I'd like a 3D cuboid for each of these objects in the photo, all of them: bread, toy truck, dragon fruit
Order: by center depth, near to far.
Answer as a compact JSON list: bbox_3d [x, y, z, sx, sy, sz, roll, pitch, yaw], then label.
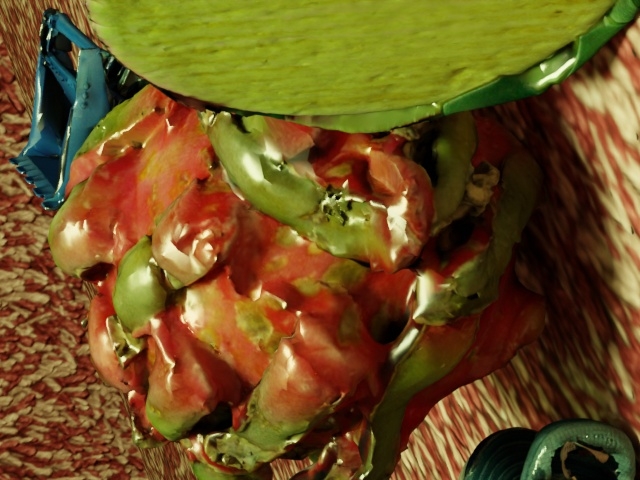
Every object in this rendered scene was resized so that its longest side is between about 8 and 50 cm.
[{"bbox_3d":[0.021,-0.108,0.741,0.228,0.228,0.034,99,169,-65],"label":"bread"},{"bbox_3d":[-0.008,0.007,0.969,0.302,0.237,0.231,-10,113,56],"label":"dragon fruit"},{"bbox_3d":[-0.107,-0.102,1.215,0.113,0.208,0.126,41,150,60],"label":"toy truck"}]

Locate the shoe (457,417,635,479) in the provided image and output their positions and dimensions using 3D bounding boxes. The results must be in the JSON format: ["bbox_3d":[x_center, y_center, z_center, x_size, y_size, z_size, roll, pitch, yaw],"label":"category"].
[{"bbox_3d":[0.136,0.142,0.960,0.207,0.091,0.106,-135,48,-67],"label":"shoe"}]
